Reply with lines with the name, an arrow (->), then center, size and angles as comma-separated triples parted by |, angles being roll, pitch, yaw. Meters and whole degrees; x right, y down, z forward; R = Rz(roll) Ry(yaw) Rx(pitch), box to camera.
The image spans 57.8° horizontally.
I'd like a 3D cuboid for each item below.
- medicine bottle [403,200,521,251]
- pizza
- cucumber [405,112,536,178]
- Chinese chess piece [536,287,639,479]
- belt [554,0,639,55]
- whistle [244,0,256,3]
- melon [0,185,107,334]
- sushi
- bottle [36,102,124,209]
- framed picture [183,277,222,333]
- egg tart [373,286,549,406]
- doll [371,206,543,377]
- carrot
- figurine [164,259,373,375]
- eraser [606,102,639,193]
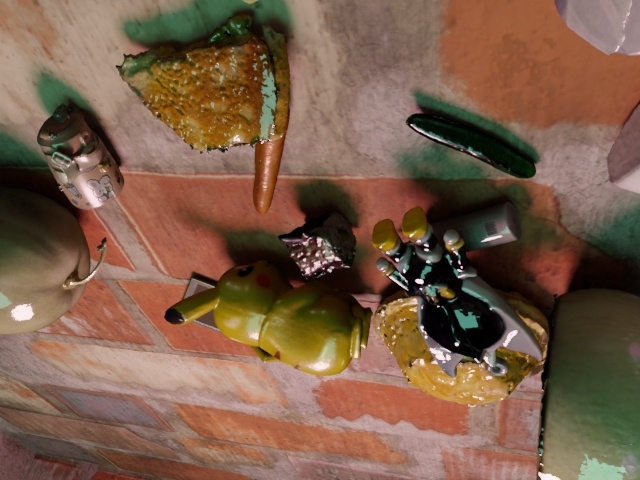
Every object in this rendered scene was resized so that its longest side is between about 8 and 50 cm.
medicine bottle -> 0.186, -0.005, 0.844 | 0.199, 0.057, 0.057 | -18, 132, 37
pizza -> -0.130, -0.183, 0.708 | 0.227, 0.069, 0.147 | -7, 113, 26
cucumber -> 0.190, -0.119, 0.715 | 0.184, 0.033, 0.036 | 23, 118, -9
Chinese chess piece -> 0.398, 0.242, 0.842 | 0.147, 0.349, 0.349 | 5, 143, 25
belt -> 0.341, -0.222, 0.376 | 0.347, 0.212, 0.117 | -2, 142, 16
whistle -> -0.016, -0.295, 0.518 | 0.105, 0.085, 0.227 | 43, 137, -18
melon -> -0.548, 0.030, 1.004 | 0.308, 0.272, 0.271 | 37, 148, 19
sushi -> 0.001, 0.001, 0.893 | 0.084, 0.094, 0.098 | -19, 115, 33
bottle -> -0.364, -0.125, 0.863 | 0.099, 0.098, 0.152 | 6, 142, 14
framed picture -> -0.171, 0.165, 1.235 | 0.253, 0.014, 0.197 | 23, 143, -9
egg tart -> 0.247, 0.199, 1.025 | 0.342, 0.132, 0.341 | 10, 145, 7
doll -> 0.185, 0.090, 0.831 | 0.146, 0.103, 0.316 | -35, 116, 11
carrot -> -0.075, -0.113, 0.816 | 0.043, 0.043, 0.247 | 16, 145, 0
figurine -> -0.072, 0.134, 1.030 | 0.327, 0.169, 0.218 | 22, -178, 12
eraser -> 0.471, -0.090, 0.595 | 0.270, 0.094, 0.174 | 17, 144, 0
